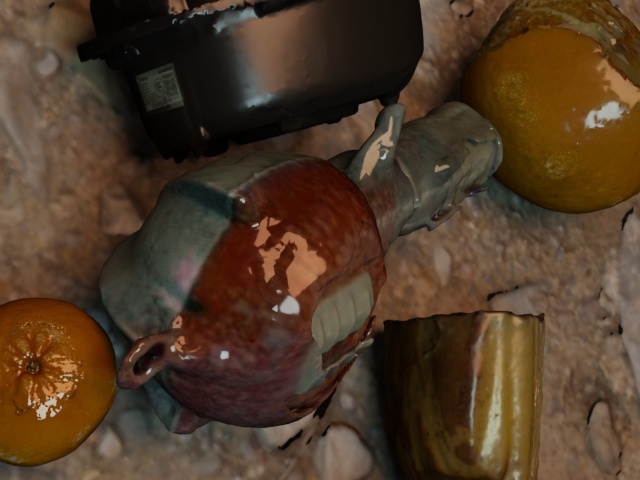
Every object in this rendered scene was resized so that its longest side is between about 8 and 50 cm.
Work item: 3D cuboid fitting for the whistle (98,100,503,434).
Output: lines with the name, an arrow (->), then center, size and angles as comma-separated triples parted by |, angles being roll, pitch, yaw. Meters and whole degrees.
whistle -> 0.001, 0.001, 0.799 | 0.346, 0.133, 0.142 | -32, 122, -51

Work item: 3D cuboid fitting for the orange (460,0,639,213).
orange -> 0.170, -0.094, 0.969 | 0.156, 0.134, 0.157 | 13, 71, -43

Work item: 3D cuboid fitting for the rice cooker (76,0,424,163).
rice cooker -> -0.032, -0.116, 0.826 | 0.203, 0.142, 0.118 | -17, 94, -36

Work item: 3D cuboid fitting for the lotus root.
lotus root -> 0.085, 0.094, 0.862 | 0.159, 0.095, 0.135 | 47, 42, -66

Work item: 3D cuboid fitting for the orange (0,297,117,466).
orange -> -0.139, 0.066, 0.709 | 0.083, 0.070, 0.083 | 0, 70, 0
